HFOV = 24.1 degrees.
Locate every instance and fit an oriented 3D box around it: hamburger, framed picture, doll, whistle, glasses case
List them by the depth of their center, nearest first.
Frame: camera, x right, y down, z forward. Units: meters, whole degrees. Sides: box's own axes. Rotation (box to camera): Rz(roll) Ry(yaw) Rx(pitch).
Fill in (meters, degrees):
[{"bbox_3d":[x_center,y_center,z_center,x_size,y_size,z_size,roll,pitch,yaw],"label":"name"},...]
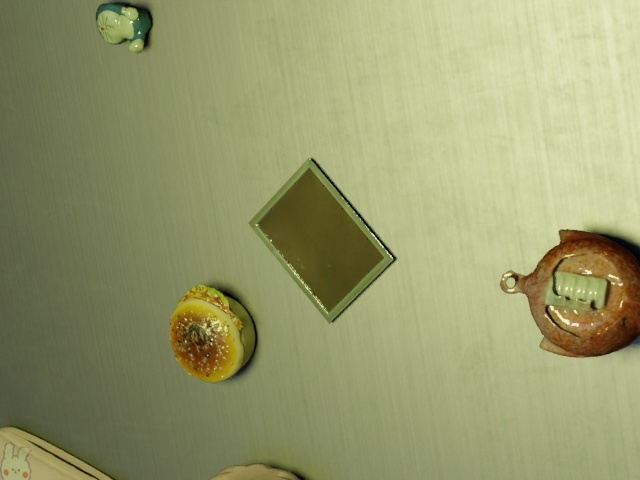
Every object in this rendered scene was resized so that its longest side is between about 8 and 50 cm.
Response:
[{"bbox_3d":[0.380,0.078,1.771,0.346,0.134,0.142,10,69,20],"label":"whistle"},{"bbox_3d":[0.000,0.000,2.032,0.183,0.011,0.142,50,119,12],"label":"framed picture"},{"bbox_3d":[-0.155,0.131,2.105,0.126,0.081,0.141,29,114,22],"label":"hamburger"},{"bbox_3d":[-0.278,-0.301,2.106,0.083,0.050,0.076,10,123,26],"label":"doll"},{"bbox_3d":[-0.407,0.386,2.305,0.297,0.075,0.113,23,108,23],"label":"glasses case"}]

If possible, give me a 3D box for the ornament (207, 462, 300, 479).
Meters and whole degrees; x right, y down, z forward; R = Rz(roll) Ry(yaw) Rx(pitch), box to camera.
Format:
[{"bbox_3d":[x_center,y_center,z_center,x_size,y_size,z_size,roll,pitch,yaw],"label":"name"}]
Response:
[{"bbox_3d":[-0.093,0.400,2.075,0.177,0.177,0.177,6,103,28],"label":"ornament"}]
